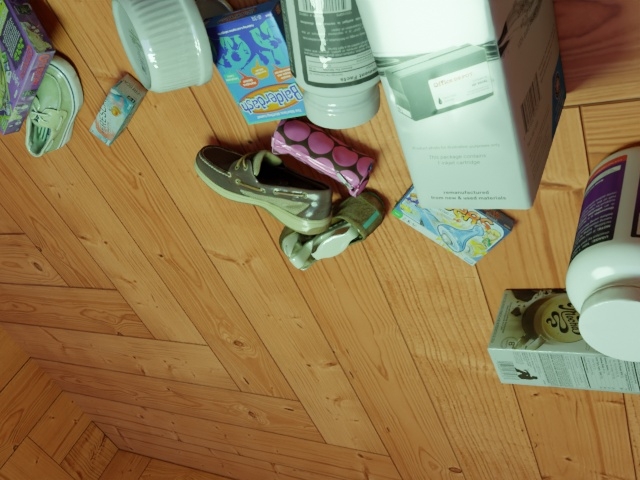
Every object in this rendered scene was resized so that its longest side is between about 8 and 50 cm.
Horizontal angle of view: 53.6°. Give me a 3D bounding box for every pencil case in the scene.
[{"bbox_3d":[0.001,-0.165,1.233,0.209,0.098,0.095,27,141,5],"label":"pencil case"}]

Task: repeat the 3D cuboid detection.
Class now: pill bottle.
[{"bbox_3d":[0.473,0.016,0.944,0.181,0.323,0.182,18,140,16],"label":"pill bottle"},{"bbox_3d":[0.024,-0.327,0.995,0.162,0.162,0.279,14,139,20],"label":"pill bottle"}]

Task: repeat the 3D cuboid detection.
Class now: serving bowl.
[{"bbox_3d":[-0.189,-0.408,1.145,0.083,0.027,0.083,12,142,9],"label":"serving bowl"}]

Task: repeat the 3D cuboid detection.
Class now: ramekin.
[{"bbox_3d":[-0.283,-0.362,1.119,0.207,0.109,0.207,50,156,32],"label":"ramekin"}]

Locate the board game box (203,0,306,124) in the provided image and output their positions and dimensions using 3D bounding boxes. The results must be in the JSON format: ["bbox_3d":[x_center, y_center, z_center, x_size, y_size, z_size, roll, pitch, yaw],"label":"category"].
[{"bbox_3d":[-0.105,-0.317,1.155,0.160,0.047,0.210,-4,135,28],"label":"board game box"}]

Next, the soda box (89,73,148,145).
[{"bbox_3d":[-0.453,-0.289,1.417,0.058,0.063,0.183,40,140,-12],"label":"soda box"}]

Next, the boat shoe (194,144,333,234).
[{"bbox_3d":[-0.118,-0.137,1.307,0.342,0.123,0.123,30,134,24],"label":"boat shoe"}]

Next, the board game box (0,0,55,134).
[{"bbox_3d":[-0.696,-0.406,1.400,0.346,0.056,0.208,-30,84,48],"label":"board game box"}]

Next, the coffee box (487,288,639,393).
[{"bbox_3d":[0.501,0.191,1.238,0.297,0.168,0.119,-4,130,34],"label":"coffee box"}]

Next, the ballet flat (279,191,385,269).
[{"bbox_3d":[0.000,0.000,1.388,0.342,0.124,0.116,-21,119,45],"label":"ballet flat"}]

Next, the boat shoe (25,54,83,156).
[{"bbox_3d":[-0.634,-0.302,1.493,0.109,0.094,0.302,32,141,-2],"label":"boat shoe"}]

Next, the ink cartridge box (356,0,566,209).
[{"bbox_3d":[0.198,-0.280,0.834,0.166,0.285,0.395,2,132,32],"label":"ink cartridge box"}]

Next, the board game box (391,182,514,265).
[{"bbox_3d":[0.257,-0.046,1.245,0.201,0.035,0.136,32,141,-2],"label":"board game box"}]
